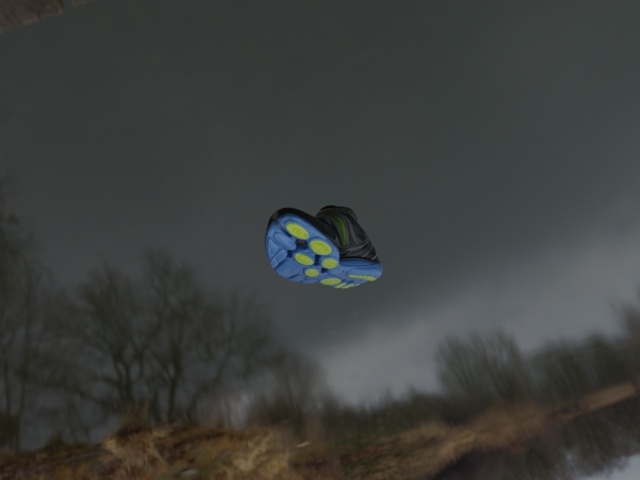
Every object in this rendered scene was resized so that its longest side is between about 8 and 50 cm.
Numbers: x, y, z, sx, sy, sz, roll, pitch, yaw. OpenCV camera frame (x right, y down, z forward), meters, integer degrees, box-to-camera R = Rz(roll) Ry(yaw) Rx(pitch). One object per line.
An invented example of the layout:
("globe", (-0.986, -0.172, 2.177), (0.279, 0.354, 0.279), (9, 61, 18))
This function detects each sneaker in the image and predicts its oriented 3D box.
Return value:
("sneaker", (0.000, 0.000, 0.681), (0.067, 0.078, 0.188), (-25, 158, 23))
